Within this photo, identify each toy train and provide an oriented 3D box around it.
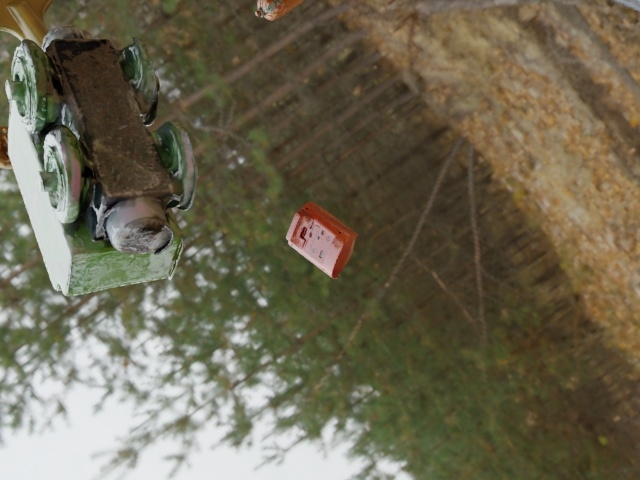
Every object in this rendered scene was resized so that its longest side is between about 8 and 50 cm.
[{"bbox_3d":[-0.267,-0.085,1.048,0.307,0.173,0.249,62,146,27],"label":"toy train"}]

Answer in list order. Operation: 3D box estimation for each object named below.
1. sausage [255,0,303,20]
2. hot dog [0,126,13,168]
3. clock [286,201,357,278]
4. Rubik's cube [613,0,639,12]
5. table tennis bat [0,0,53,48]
[{"bbox_3d":[0.019,-0.465,1.484,0.053,0.348,0.053,38,155,22],"label":"sausage"},{"bbox_3d":[-0.430,-0.140,1.364,0.055,0.188,0.072,114,158,-52],"label":"hot dog"},{"bbox_3d":[0.000,0.000,1.956,0.155,0.113,0.061,36,-158,33],"label":"clock"},{"bbox_3d":[0.525,-0.495,1.235,0.307,0.305,0.310,29,-140,17],"label":"Rubik's cube"},{"bbox_3d":[-0.440,-0.346,1.254,0.050,0.198,0.321,-25,100,52],"label":"table tennis bat"}]
